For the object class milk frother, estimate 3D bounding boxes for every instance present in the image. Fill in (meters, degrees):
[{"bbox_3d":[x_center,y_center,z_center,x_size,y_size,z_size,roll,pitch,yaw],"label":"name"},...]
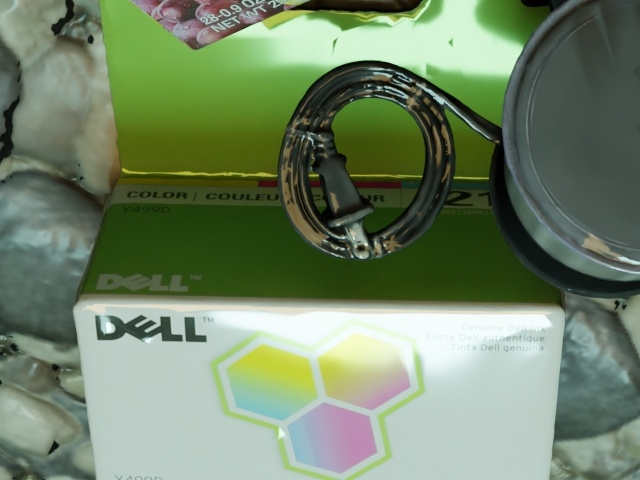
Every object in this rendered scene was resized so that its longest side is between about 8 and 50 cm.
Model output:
[{"bbox_3d":[0.060,-0.027,0.457,0.143,0.135,0.129,-34,82,1],"label":"milk frother"}]

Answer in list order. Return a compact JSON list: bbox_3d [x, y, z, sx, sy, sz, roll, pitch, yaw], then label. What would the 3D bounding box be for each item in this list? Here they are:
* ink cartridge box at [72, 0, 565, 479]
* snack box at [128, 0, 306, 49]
[{"bbox_3d":[0.000,0.000,0.568,0.188,0.097,0.255,1,125,3],"label":"ink cartridge box"},{"bbox_3d":[-0.024,-0.151,0.402,0.174,0.070,0.207,-21,151,24],"label":"snack box"}]
